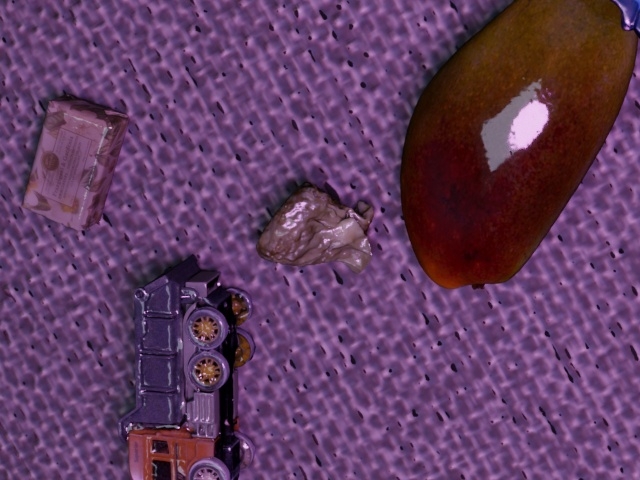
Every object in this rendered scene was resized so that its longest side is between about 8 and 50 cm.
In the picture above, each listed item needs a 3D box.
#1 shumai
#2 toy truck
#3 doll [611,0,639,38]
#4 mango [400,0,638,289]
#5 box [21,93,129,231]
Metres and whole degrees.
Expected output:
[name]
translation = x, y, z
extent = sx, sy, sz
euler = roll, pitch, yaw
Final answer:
[shumai]
translation = 0.000, 0.000, 1.519
extent = 0.080, 0.082, 0.083
euler = 39, 131, 2
[toy truck]
translation = -0.106, 0.113, 1.569
extent = 0.092, 0.083, 0.192
euler = 3, 103, 14
[doll]
translation = 0.299, -0.253, 1.296
extent = 0.309, 0.240, 0.284
euler = 10, 91, 7
[mango]
translation = 0.138, -0.085, 1.440
extent = 0.133, 0.111, 0.268
euler = 33, 105, 17
[box]
translation = -0.195, -0.062, 1.568
extent = 0.062, 0.045, 0.098
euler = 19, 109, 11
